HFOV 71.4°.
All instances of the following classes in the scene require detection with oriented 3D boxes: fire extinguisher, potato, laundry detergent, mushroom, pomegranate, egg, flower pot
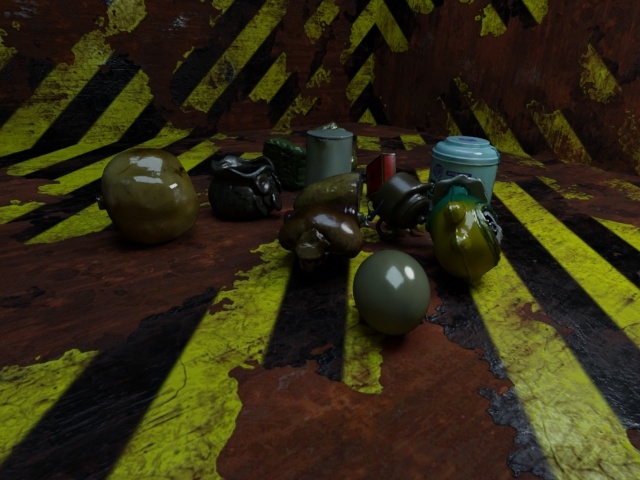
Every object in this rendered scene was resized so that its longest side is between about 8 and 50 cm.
[{"bbox_3d":[0.049,-0.086,1.538,0.343,0.102,0.138,-6,64,16],"label":"fire extinguisher"},{"bbox_3d":[0.025,-0.146,1.689,0.265,0.230,0.229,-2,22,9],"label":"potato"},{"bbox_3d":[0.613,-0.284,1.933,0.287,0.306,0.287,2,23,-1],"label":"laundry detergent"},{"bbox_3d":[0.001,-0.008,1.359,0.263,0.195,0.283,9,23,1],"label":"mushroom"},{"bbox_3d":[-0.576,-0.142,1.498,0.332,0.333,0.333,3,23,-1],"label":"pomegranate"},{"bbox_3d":[0.171,0.124,1.077,0.185,0.186,0.242,4,27,1],"label":"egg"},{"bbox_3d":[-0.292,-0.213,1.774,0.301,0.213,0.302,2,23,-1],"label":"flower pot"}]

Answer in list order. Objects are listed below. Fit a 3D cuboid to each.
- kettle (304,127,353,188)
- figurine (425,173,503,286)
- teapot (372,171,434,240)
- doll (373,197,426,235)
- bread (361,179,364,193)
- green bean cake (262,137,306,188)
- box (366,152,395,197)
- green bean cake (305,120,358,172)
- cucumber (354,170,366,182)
[{"bbox_3d":[0.053,-0.309,1.909,0.264,0.318,0.205,-17,28,-36],"label":"kettle"},{"bbox_3d":[0.437,-0.031,1.376,0.231,0.324,0.340,-14,35,23],"label":"figurine"},{"bbox_3d":[0.295,-0.109,1.565,0.185,0.268,0.175,5,36,-48],"label":"teapot"},{"bbox_3d":[0.312,-0.125,1.796,0.160,0.095,0.365,-8,24,-7],"label":"doll"},{"bbox_3d":[0.126,-0.251,2.087,0.152,0.078,0.105,7,23,13],"label":"bread"},{"bbox_3d":[-0.162,-0.364,2.134,0.248,0.222,0.125,19,27,27],"label":"green bean cake"},{"bbox_3d":[0.264,-0.281,1.968,0.074,0.153,0.240,-4,-3,-10],"label":"box"},{"bbox_3d":[0.072,-0.455,2.351,0.202,0.285,0.310,-28,-1,-11],"label":"green bean cake"},{"bbox_3d":[0.282,-0.318,2.279,0.293,0.068,0.067,14,25,29],"label":"cucumber"}]
